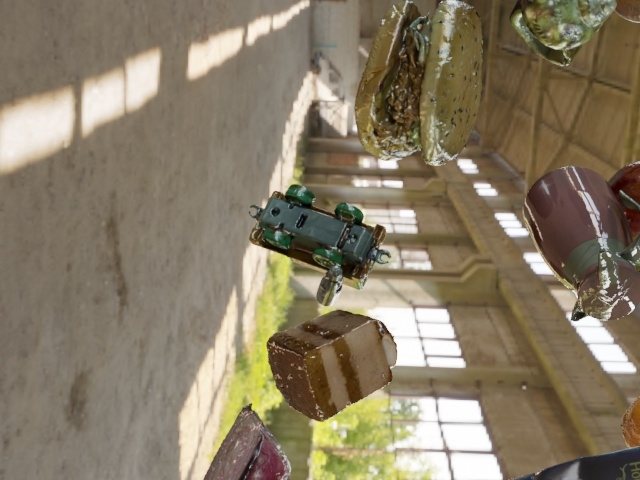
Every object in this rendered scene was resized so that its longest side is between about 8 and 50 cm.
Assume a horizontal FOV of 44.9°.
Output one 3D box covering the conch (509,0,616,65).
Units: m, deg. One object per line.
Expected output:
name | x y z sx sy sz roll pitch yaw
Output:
conch | 0.369 -0.350 1.181 0.187 0.124 0.181 47 15 -36

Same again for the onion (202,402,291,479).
onion | -0.121 0.405 1.240 0.248 0.111 0.250 -63 -168 -3

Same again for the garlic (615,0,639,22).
garlic | 0.812 -0.600 1.913 0.090 0.198 0.129 -50 154 -21

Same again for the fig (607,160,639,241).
fig | 0.548 -0.062 1.359 0.175 0.207 0.175 6 90 -79

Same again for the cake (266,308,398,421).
cake | 0.041 0.278 1.873 0.198 0.293 0.196 8 -62 60

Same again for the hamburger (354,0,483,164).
hamburger | 0.193 -0.289 1.490 0.277 0.195 0.318 -52 147 -53

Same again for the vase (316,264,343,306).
vase | 0.028 0.112 1.990 0.211 0.059 0.060 107 -14 -67

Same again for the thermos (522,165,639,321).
thermos | 0.405 -0.001 1.148 0.176 0.145 0.265 -57 -166 26

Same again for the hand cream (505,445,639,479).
hand cream | 0.273 0.216 0.634 0.061 0.270 0.120 56 28 -30

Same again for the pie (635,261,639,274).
pie | 0.634 0.080 1.542 0.021 0.084 0.084 -20 113 -68

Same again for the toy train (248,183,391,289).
toy train | 0.000 0.000 2.123 0.178 0.429 0.249 -64 159 -19

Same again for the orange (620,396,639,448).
orange | 0.632 0.353 1.461 0.135 0.117 0.136 -6 90 -79
